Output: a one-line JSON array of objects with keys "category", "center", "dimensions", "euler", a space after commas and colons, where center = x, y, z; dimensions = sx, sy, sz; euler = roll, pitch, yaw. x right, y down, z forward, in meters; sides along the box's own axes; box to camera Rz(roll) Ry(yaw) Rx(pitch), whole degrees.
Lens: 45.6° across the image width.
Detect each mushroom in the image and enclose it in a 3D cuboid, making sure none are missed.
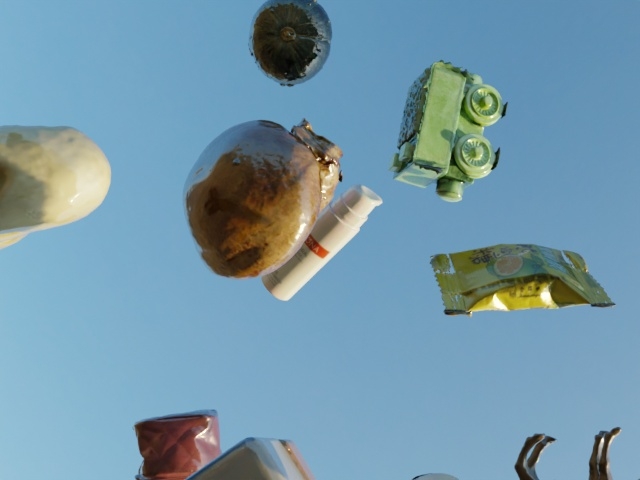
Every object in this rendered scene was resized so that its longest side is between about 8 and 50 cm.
[{"category": "mushroom", "center": [-0.096, -0.085, 1.220], "dimensions": [0.263, 0.283, 0.195], "euler": [26, -32, 53]}]

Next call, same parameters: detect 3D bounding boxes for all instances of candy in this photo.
[{"category": "candy", "center": [0.357, 0.070, 1.380], "dimensions": [0.297, 0.187, 0.081], "euler": [-1, -57, -3]}]

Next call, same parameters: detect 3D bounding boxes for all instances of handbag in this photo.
[{"category": "handbag", "center": [-0.229, 0.347, 1.238], "dimensions": [0.225, 0.146, 0.135], "euler": [122, -36, -77]}]

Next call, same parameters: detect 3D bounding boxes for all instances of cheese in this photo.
[{"category": "cheese", "center": [-0.426, -0.048, 0.956], "dimensions": [0.328, 0.351, 0.129], "euler": [139, -58, -81]}]

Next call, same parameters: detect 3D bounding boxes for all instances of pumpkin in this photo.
[{"category": "pumpkin", "center": [-0.065, -0.428, 1.625], "dimensions": [0.190, 0.190, 0.146], "euler": [39, -6, 10]}]

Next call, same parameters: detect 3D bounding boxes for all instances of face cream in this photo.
[{"category": "face cream", "center": [0.000, 0.000, 1.824], "dimensions": [0.102, 0.102, 0.345], "euler": [45, -69, 5]}]

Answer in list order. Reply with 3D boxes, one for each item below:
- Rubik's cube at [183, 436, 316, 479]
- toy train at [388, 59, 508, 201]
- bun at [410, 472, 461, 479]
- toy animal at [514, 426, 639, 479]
[{"category": "Rubik's cube", "center": [-0.099, 0.441, 0.797], "dimensions": [0.347, 0.346, 0.344], "euler": [55, -7, 13]}, {"category": "toy train", "center": [0.256, -0.219, 1.544], "dimensions": [0.188, 0.271, 0.159], "euler": [15, -14, -11]}, {"category": "bun", "center": [0.233, 0.548, 1.494], "dimensions": [0.173, 0.173, 0.120], "euler": [49, -4, 1]}, {"category": "toy animal", "center": [0.328, 0.311, 0.868], "dimensions": [0.214, 0.186, 0.094], "euler": [-4, -19, 2]}]
